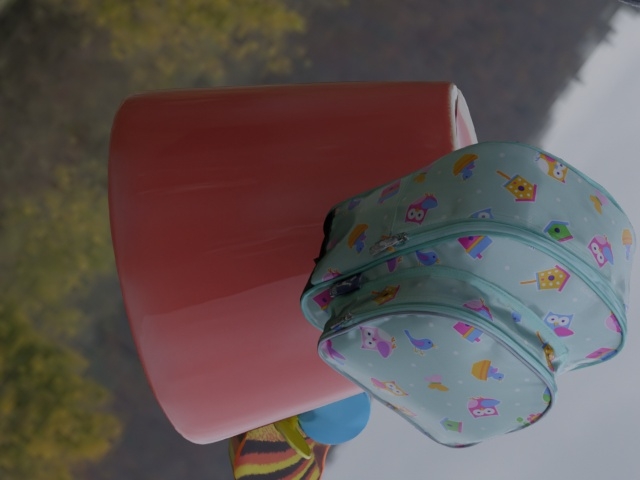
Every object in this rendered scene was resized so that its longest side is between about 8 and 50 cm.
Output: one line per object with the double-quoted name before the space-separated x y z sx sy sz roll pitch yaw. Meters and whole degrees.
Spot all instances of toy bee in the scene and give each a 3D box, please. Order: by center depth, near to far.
"toy bee" -0.030 0.114 1.798 0.298 0.162 0.195 -69 -165 -5

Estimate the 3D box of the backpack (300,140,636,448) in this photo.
"backpack" 0.098 0.032 1.187 0.188 0.166 0.144 -32 -149 36

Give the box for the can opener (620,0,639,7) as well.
"can opener" 0.211 -0.201 1.346 0.059 0.186 0.073 27 -72 46

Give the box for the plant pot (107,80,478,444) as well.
"plant pot" 0.000 0.000 1.417 0.243 0.274 0.275 -10 -165 11
